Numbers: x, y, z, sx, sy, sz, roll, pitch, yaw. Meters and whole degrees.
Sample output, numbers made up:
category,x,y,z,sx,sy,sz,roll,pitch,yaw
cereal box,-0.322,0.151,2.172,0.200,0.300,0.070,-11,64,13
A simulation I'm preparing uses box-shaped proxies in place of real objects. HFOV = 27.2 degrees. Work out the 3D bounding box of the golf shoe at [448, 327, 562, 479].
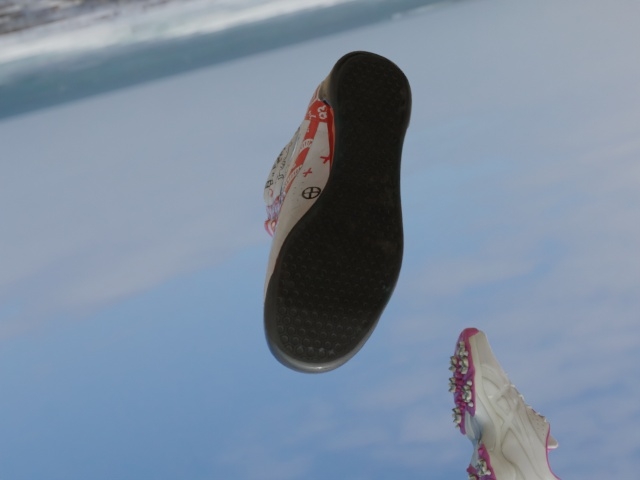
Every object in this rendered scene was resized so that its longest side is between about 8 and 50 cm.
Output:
category,x,y,z,sx,sy,sz,roll,pitch,yaw
golf shoe,0.280,0.276,2.018,0.140,0.306,0.115,-4,156,-13

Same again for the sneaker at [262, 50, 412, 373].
category,x,y,z,sx,sy,sz,roll,pitch,yaw
sneaker,0.001,0.000,1.002,0.090,0.270,0.145,18,149,-11
